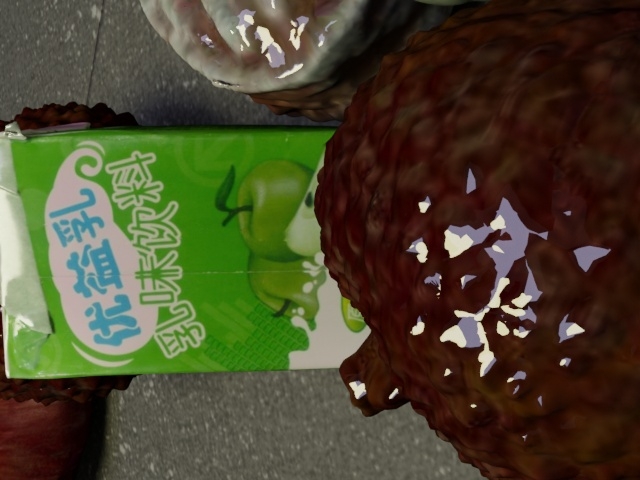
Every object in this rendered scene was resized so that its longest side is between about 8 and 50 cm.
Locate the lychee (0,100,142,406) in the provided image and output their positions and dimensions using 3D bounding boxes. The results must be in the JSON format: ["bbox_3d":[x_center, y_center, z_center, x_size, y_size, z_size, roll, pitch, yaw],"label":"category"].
[{"bbox_3d":[-0.225,0.012,0.811,0.264,0.264,0.300,66,154,17],"label":"lychee"}]

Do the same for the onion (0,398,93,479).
[{"bbox_3d":[-0.431,0.179,1.048,0.348,0.285,0.347,-2,86,33],"label":"onion"}]

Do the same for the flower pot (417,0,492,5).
[{"bbox_3d":[0.065,-0.236,0.420,0.246,0.246,0.195,65,158,19],"label":"flower pot"}]

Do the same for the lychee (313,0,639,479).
[{"bbox_3d":[0.120,0.004,0.440,0.261,0.261,0.260,10,103,47],"label":"lychee"}]

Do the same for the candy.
[{"bbox_3d":[-0.024,-0.216,0.624,0.214,0.157,0.289,-34,63,26],"label":"candy"}]

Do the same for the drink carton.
[{"bbox_3d":[-0.069,0.000,0.620,0.108,0.271,0.161,-104,13,-83],"label":"drink carton"}]
